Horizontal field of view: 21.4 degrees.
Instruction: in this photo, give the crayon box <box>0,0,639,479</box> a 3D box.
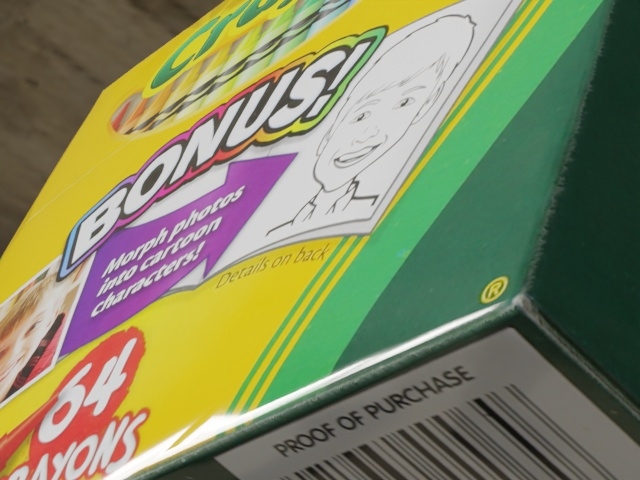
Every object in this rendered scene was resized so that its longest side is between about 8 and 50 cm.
[{"bbox_3d":[0.000,0.000,0.598,0.106,0.313,0.363,42,-46,-21],"label":"crayon box"}]
